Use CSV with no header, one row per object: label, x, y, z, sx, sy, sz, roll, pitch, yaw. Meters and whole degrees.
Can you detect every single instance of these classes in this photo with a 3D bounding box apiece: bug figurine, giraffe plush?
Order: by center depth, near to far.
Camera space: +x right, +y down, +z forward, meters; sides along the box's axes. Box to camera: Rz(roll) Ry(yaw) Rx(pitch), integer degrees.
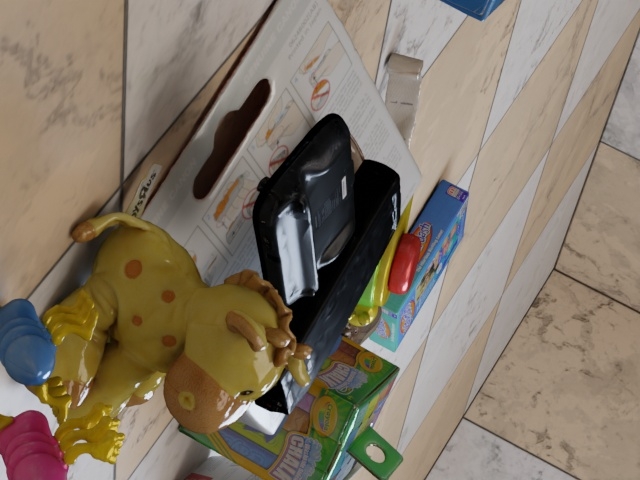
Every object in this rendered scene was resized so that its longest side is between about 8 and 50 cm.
bug figurine,-0.210,0.173,1.203,0.216,0.072,0.279,41,-65,62
giraffe plush,-0.097,0.073,1.371,0.181,0.170,0.210,-18,134,-59

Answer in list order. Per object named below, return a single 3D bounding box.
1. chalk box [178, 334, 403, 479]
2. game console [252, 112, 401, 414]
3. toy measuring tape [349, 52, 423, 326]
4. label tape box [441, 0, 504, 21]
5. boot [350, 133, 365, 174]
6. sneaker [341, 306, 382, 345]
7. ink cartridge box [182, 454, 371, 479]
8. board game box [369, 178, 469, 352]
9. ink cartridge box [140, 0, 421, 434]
chalk box,-0.011,0.174,1.880,0.132,0.213,0.132,-68,167,22
game console,0.000,0.000,1.482,0.213,0.044,0.361,-60,167,-20
toy measuring tape,0.061,-0.036,1.987,0.121,0.121,0.330,-46,151,-52
label tape box,0.214,-0.390,1.853,0.333,0.106,0.241,-44,159,-57
boot,0.002,-0.039,1.605,0.087,0.042,0.118,-51,148,-23
sneaker,0.017,0.124,2.276,0.071,0.066,0.188,79,32,-44
ink cartridge box,-0.048,0.280,1.981,0.115,0.198,0.067,-34,117,-64
board game box,0.138,0.037,2.572,0.210,0.047,0.160,-58,167,-20
ink cartridge box,-0.060,-0.032,1.643,0.308,0.091,0.385,-59,150,-14
